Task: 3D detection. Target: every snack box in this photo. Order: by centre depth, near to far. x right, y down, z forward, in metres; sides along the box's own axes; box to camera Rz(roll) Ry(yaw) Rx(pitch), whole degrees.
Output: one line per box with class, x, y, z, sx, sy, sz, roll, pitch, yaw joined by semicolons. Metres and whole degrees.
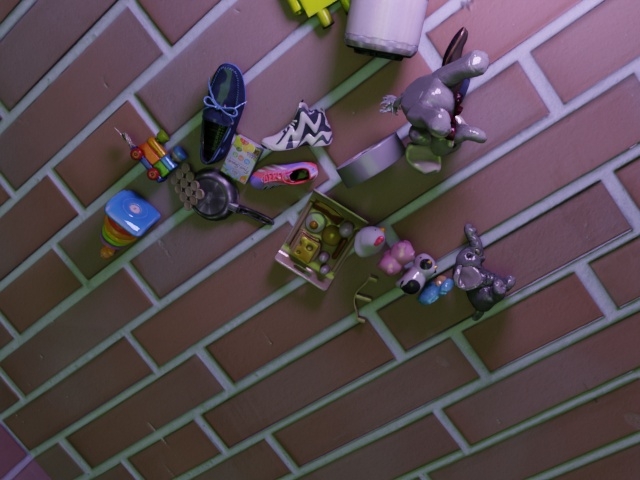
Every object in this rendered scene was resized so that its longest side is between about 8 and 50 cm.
snack box;-0.268;-0.278;1.932;0.100;0.037;0.141;31;112;2

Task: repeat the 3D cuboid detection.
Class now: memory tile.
memory tile;-0.470;-0.188;1.986;0.113;0.012;0.148;-38;76;32

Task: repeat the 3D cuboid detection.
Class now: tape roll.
tape roll;0.158;-0.249;1.749;0.219;0.219;0.072;-29;99;20

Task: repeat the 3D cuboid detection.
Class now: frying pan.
frying pan;-0.343;-0.113;2.002;0.197;0.053;0.326;-42;92;22

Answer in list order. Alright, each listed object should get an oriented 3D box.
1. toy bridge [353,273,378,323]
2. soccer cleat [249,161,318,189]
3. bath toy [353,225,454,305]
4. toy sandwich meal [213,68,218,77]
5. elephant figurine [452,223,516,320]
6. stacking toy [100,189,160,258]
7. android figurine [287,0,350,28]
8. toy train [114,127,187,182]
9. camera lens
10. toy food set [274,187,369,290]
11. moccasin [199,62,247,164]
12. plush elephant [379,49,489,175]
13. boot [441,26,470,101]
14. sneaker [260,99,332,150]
toy bridge;0.152;0.201;2.001;0.063;0.026;0.188;17;110;8
soccer cleat;-0.129;-0.215;1.891;0.248;0.095;0.082;-7;106;14
bath toy;0.271;0.068;1.852;0.348;0.129;0.151;37;70;-14
toy sandwich meal;-0.321;-0.530;1.866;0.086;0.029;0.085;4;109;11
elephant figurine;0.498;0.102;1.842;0.239;0.186;0.169;41;155;8
stacking toy;-0.744;-0.029;2.079;0.166;0.175;0.302;40;125;-8
android figurine;-0.001;-0.791;1.695;0.248;0.056;0.272;-26;101;19
toy train;-0.588;-0.336;1.958;0.143;0.105;0.248;-37;97;10
camera lens;0.192;-0.663;1.605;0.220;0.219;0.274;14;110;8
toy food set;0.000;0.000;1.934;0.220;0.092;0.306;32;111;1
moccasin;-0.320;-0.400;1.843;0.138;0.116;0.341;14;118;4
plush elephant;0.354;-0.338;1.621;0.255;0.330;0.271;38;71;-31
boot;0.414;-0.517;1.687;0.106;0.082;0.219;20;121;-5
sneaker;-0.084;-0.377;1.830;0.235;0.094;0.152;-3;106;13
